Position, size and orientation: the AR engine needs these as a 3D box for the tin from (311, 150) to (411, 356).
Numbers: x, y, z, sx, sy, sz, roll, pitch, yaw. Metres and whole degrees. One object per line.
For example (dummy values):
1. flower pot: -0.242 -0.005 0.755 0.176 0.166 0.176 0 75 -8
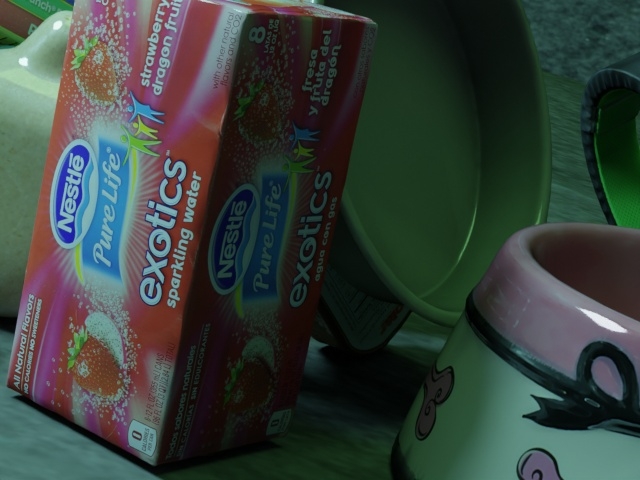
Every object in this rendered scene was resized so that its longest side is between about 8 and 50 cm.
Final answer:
1. tin: 0.020 0.008 1.215 0.040 0.106 0.190 31 -17 35

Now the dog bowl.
1. dog bowl: 0.255 0.109 1.043 0.408 0.150 0.408 12 13 -3

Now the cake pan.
1. cake pan: 0.060 -0.086 1.157 0.054 0.293 0.293 -9 -2 35

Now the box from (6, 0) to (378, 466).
1. box: -0.075 -0.018 1.002 0.128 0.257 0.122 22 16 35

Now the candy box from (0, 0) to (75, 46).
1. candy box: -0.265 -0.156 1.322 0.317 0.122 0.268 -4 -23 40

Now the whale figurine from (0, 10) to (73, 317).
1. whale figurine: -0.143 -0.047 1.155 0.272 0.216 0.141 -5 16 10

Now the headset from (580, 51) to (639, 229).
1. headset: 0.349 0.011 1.376 0.185 0.243 0.394 -24 58 -12
